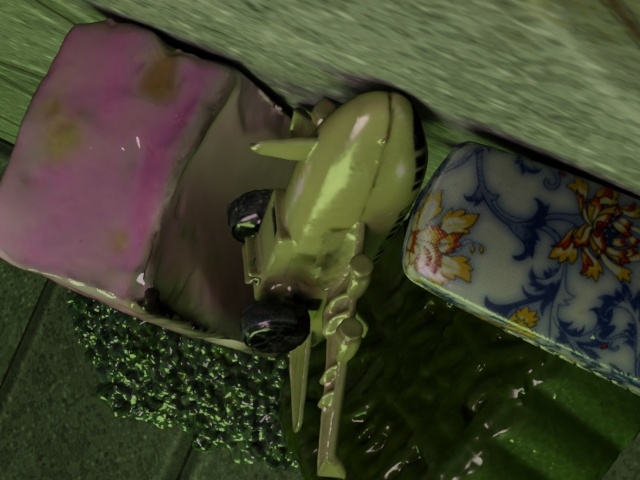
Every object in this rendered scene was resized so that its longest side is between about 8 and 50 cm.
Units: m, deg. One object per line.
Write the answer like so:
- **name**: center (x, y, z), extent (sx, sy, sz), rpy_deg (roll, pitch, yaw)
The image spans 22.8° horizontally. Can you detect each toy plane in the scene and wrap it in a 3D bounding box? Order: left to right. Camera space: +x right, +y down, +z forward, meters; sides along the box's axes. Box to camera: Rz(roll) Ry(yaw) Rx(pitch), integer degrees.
- **toy plane**: center (0.000, 0.000, 0.842), extent (0.092, 0.229, 0.244), rpy_deg (-1, 148, -8)

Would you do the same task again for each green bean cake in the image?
- **green bean cake**: center (0.086, 0.104, 1.074), extent (0.125, 0.222, 0.248), rpy_deg (34, -168, -29)

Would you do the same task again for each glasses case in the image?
- **glasses case**: center (0.160, 0.030, 0.778), extent (0.248, 0.087, 0.065), rpy_deg (26, -179, -8)

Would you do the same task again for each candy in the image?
- **candy**: center (-0.082, -0.022, 0.989), extent (0.115, 0.156, 0.265), rpy_deg (17, 175, 19)

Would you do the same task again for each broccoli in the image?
- **broccoli**: center (-0.077, 0.067, 1.516), extent (0.317, 0.277, 0.338), rpy_deg (3, -164, -29)

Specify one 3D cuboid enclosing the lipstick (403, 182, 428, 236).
- **lipstick**: center (0.171, 0.038, 0.916), extent (0.304, 0.076, 0.076), rpy_deg (27, 175, -39)
